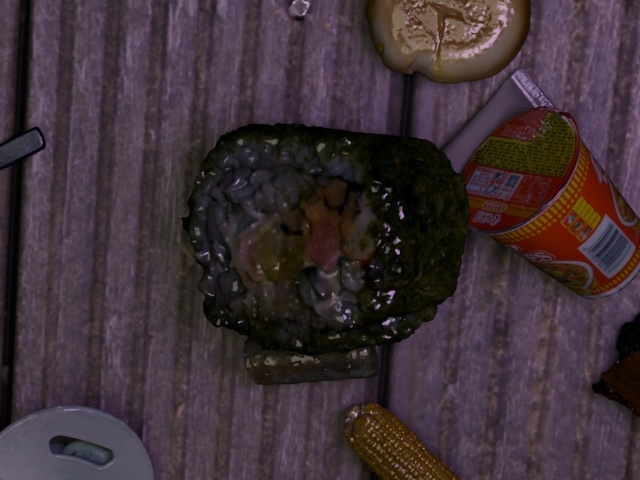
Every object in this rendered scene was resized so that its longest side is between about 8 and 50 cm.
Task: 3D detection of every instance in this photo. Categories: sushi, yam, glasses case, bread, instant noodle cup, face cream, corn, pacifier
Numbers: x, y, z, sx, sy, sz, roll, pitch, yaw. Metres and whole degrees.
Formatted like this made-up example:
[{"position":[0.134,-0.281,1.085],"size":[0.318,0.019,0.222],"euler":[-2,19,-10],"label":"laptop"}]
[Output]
[{"position":[0.000,0.000,1.814],"size":[0.352,0.178,0.294],"euler":[6,96,37],"label":"sushi"},{"position":[0.487,0.128,1.890],"size":[0.287,0.140,0.149],"euler":[-44,130,8],"label":"sushi"},{"position":[-0.011,0.157,1.949],"size":[0.179,0.078,0.078],"euler":[-8,97,8],"label":"yam"},{"position":[-0.414,-0.125,1.966],"size":[0.083,0.023,0.033],"euler":[-25,100,8],"label":"glasses case"},{"position":[0.165,-0.301,1.863],"size":[0.213,0.105,0.213],"euler":[1,96,7],"label":"bread"},{"position":[0.311,-0.035,1.834],"size":[0.193,0.193,0.212],"euler":[-46,123,8],"label":"instant noodle cup"},{"position":[0.194,-0.076,1.906],"size":[0.314,0.089,0.143],"euler":[-40,95,1],"label":"face cream"},{"position":[0.123,0.311,1.962],"size":[0.238,0.080,0.080],"euler":[43,98,-1],"label":"corn"},{"position":[-0.338,0.403,1.919],"size":[0.288,0.269,0.343],"euler":[17,103,-24],"label":"pacifier"}]

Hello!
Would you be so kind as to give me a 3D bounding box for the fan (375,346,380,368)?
[{"position":[0.078,0.093,1.971],"size":[0.113,0.005,0.175],"euler":[1,97,5],"label":"fan"}]
